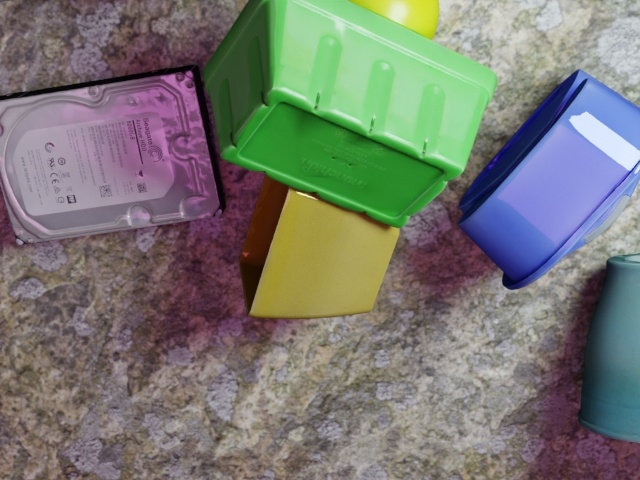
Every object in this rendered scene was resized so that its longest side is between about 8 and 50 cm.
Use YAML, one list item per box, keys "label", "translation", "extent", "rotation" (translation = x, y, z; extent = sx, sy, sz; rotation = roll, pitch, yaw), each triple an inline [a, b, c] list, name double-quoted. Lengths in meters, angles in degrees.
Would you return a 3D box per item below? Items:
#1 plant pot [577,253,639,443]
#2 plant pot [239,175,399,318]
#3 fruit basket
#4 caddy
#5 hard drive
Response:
- label: "plant pot"
  translation: [0.524, 0.150, 1.567]
  extent: [0.272, 0.271, 0.255]
  rotation: [-2, 95, 4]
- label: "plant pot"
  translation: [0.000, 0.000, 1.576]
  extent: [0.187, 0.212, 0.212]
  rotation: [14, 110, -14]
- label: "fruit basket"
  translation: [0.050, -0.253, 1.460]
  extent: [0.392, 0.392, 0.283]
  rotation: [35, 138, -9]
- label: "caddy"
  translation: [0.353, -0.081, 1.501]
  extent: [0.179, 0.241, 0.341]
  rotation: [39, 107, -3]
- label: "hard drive"
  translation: [-0.333, -0.129, 1.616]
  extent: [0.339, 0.064, 0.236]
  rotation: [-8, 109, 5]
